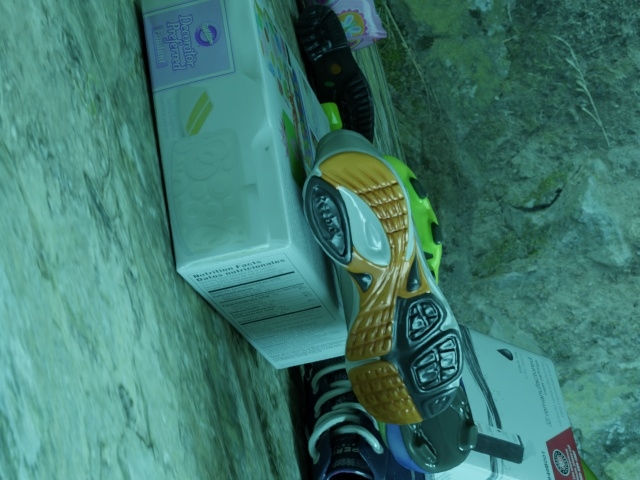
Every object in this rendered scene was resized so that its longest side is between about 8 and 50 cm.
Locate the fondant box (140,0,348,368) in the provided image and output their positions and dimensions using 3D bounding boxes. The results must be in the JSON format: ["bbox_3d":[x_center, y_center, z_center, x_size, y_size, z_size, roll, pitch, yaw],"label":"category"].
[{"bbox_3d":[-0.049,-0.047,1.370,0.330,0.096,0.238,59,20,-69],"label":"fondant box"}]

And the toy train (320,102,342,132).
[{"bbox_3d":[0.023,-0.082,1.693,0.248,0.105,0.143,8,52,-53],"label":"toy train"}]

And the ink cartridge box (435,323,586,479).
[{"bbox_3d":[0.151,0.203,1.762,0.273,0.114,0.197,21,44,-37],"label":"ink cartridge box"}]

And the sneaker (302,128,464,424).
[{"bbox_3d":[0.054,0.025,1.320,0.121,0.099,0.262,-93,170,-64],"label":"sneaker"}]

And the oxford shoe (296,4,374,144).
[{"bbox_3d":[0.028,-0.222,2.277,0.096,0.083,0.227,-60,137,-85],"label":"oxford shoe"}]

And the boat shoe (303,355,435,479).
[{"bbox_3d":[0.039,0.164,1.535,0.158,0.127,0.340,1,75,-75],"label":"boat shoe"}]

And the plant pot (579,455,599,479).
[{"bbox_3d":[0.237,0.320,2.308,0.293,0.275,0.275,62,6,8],"label":"plant pot"}]

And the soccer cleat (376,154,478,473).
[{"bbox_3d":[0.065,0.069,1.435,0.121,0.093,0.289,177,-101,-70],"label":"soccer cleat"}]

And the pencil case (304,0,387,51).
[{"bbox_3d":[0.012,-0.412,2.373,0.124,0.124,0.284,-15,92,-82],"label":"pencil case"}]
